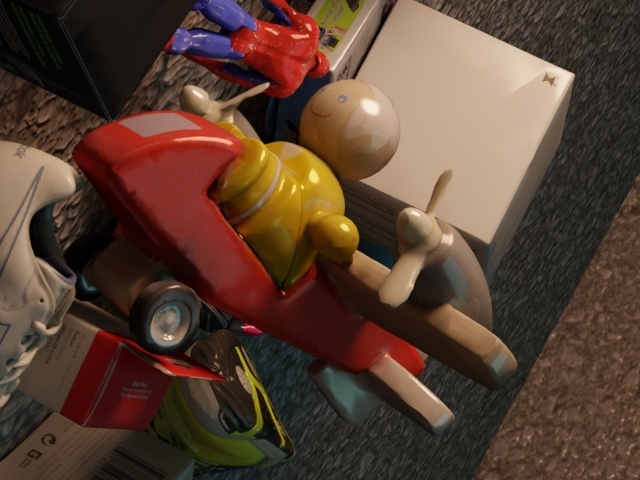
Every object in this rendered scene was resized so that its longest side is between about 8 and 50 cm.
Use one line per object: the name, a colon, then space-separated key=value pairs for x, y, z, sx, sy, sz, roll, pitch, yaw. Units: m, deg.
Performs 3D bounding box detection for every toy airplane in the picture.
toy airplane: x=0.000 y=0.000 z=1.690 sx=0.272 sy=0.386 sz=0.384 roll=-62 pitch=175 yaw=1

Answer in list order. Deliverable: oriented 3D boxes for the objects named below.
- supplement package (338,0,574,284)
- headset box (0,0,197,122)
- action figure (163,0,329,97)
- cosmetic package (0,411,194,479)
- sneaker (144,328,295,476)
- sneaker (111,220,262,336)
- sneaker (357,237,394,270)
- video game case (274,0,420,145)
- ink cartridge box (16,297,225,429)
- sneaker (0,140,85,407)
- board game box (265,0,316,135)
supplement package: x=0.129 y=-0.093 z=2.089 sx=0.199 sy=0.198 sz=0.263 roll=-62 pitch=171 yaw=-10
headset box: x=-0.172 y=-0.243 z=1.220 sx=0.246 sy=0.283 sz=0.131 roll=-58 pitch=160 yaw=-17
action figure: x=-0.105 y=-0.200 z=1.782 sx=0.280 sy=0.139 sz=0.091 roll=16 pitch=104 yaw=-48
cosmetic package: x=-0.230 y=0.284 z=1.960 sx=0.151 sy=0.151 sz=0.184 roll=-44 pitch=153 yaw=-44
sneaker: x=-0.118 y=0.187 z=2.019 sx=0.147 sy=0.145 sz=0.385 roll=-25 pitch=170 yaw=-4
sneaker: x=-0.125 y=0.021 z=1.956 sx=0.121 sy=0.112 sz=0.299 roll=-63 pitch=161 yaw=-2
sneaker: x=0.080 y=-0.088 z=2.338 sx=0.208 sy=0.127 sz=0.319 roll=40 pitch=68 yaw=-73
video game case: x=0.032 y=-0.197 z=2.080 sx=0.244 sy=0.061 sz=0.269 roll=-58 pitch=169 yaw=-28
ink cartridge box: x=-0.208 y=0.092 z=1.642 sx=0.078 sy=0.231 sz=0.134 roll=-64 pitch=161 yaw=2
sneaker: x=-0.260 y=0.063 z=1.534 sx=0.111 sy=0.129 sz=0.297 roll=-41 pitch=141 yaw=-79
board game box: x=-0.031 y=-0.190 z=2.046 sx=0.169 sy=0.033 sz=0.133 roll=-65 pitch=171 yaw=4
